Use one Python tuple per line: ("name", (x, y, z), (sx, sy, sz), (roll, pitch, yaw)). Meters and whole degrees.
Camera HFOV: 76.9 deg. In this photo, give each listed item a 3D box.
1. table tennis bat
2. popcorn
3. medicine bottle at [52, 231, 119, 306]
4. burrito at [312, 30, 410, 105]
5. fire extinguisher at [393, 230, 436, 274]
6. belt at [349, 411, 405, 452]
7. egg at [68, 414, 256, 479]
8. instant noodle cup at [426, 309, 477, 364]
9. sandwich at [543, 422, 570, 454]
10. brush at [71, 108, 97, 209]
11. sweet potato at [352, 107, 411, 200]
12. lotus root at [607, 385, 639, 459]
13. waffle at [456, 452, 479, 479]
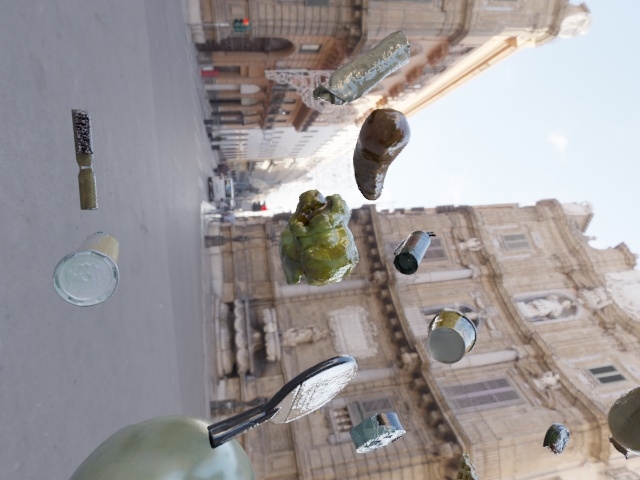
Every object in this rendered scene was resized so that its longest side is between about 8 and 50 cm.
("table tennis bat", (-0.044, 0.226, 0.570), (0.027, 0.236, 0.150), (52, -40, 33))
("popcorn", (-0.002, -0.001, 1.165), (0.276, 0.225, 0.277), (21, -56, 35))
("medicine bottle", (-0.517, 0.046, 0.934), (0.426, 0.108, 0.108), (-164, -111, -65))
("burrito", (0.083, -0.311, 0.739), (0.087, 0.226, 0.060), (30, -26, 52))
("fire extinguisher", (0.361, 0.023, 1.539), (0.294, 0.118, 0.093), (-43, 127, -54))
("belt", (0.189, 0.642, 1.347), (0.151, 0.198, 0.078), (-60, -140, 35))
("egg", (-0.232, 0.403, 0.596), (0.336, 0.278, 0.278), (157, -72, -83))
("instant noodle cup", (0.391, 0.301, 1.223), (0.122, 0.151, 0.152), (-17, 105, -64))
("sandwich", (0.549, 0.458, 0.931), (0.026, 0.101, 0.069), (6, -117, 51))
("brush", (-0.587, -0.197, 1.006), (0.036, 0.043, 0.248), (22, -68, 53))
("sweet potato", (0.111, -0.167, 0.801), (0.292, 0.097, 0.097), (95, -13, -71))
("lotus root", (0.468, 0.266, 0.592), (0.073, 0.062, 0.150), (-123, -147, -51))
("waffle", (0.435, 0.667, 1.123), (0.191, 0.032, 0.125), (111, 2, -67))
